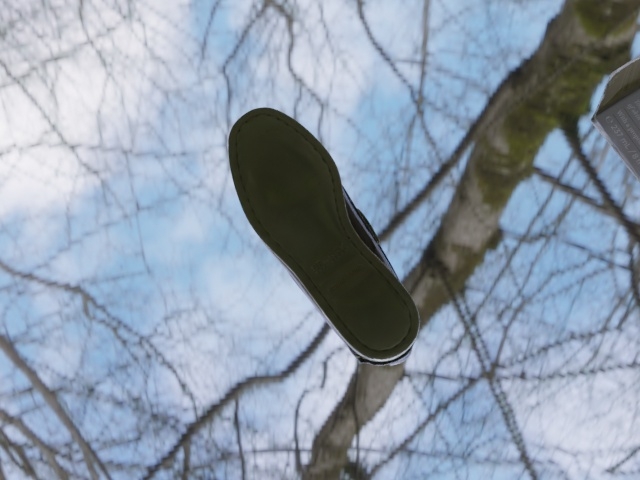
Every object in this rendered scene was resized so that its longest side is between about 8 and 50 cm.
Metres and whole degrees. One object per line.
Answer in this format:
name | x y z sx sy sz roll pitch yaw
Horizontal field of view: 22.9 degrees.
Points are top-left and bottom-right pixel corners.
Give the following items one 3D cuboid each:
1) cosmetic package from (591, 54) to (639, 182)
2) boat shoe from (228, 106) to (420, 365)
cosmetic package | 0.352 -0.128 1.251 0.127 0.238 0.107 50 -147 -10
boat shoe | 0.000 0.000 1.233 0.081 0.069 0.228 -31 -104 -2
